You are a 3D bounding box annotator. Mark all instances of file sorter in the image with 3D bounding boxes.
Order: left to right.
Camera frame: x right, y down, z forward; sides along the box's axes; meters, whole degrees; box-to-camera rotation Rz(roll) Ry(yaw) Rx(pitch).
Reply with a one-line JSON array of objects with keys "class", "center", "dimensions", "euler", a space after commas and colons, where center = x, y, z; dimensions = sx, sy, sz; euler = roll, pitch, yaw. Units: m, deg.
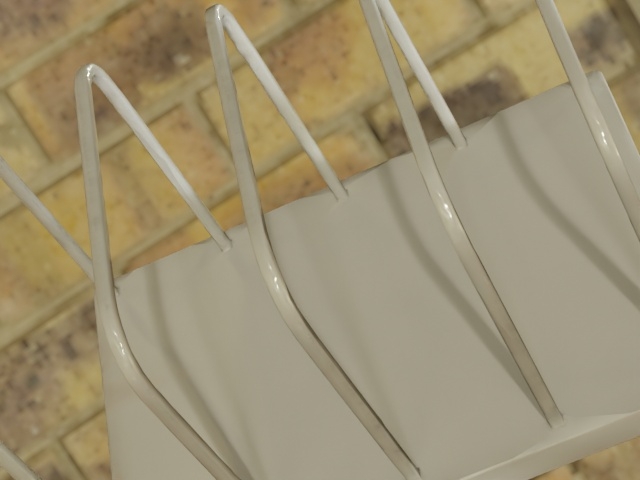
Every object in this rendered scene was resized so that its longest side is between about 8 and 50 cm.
[{"class": "file sorter", "center": [0.000, 0.000, 0.685], "dimensions": [0.278, 0.173, 0.193], "euler": [-23, -133, 10]}]
